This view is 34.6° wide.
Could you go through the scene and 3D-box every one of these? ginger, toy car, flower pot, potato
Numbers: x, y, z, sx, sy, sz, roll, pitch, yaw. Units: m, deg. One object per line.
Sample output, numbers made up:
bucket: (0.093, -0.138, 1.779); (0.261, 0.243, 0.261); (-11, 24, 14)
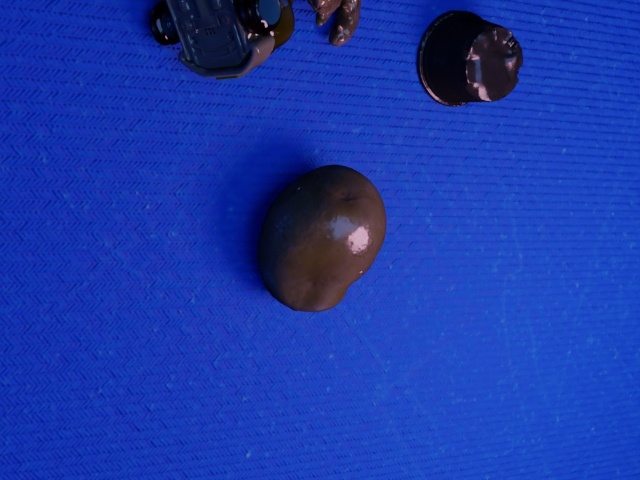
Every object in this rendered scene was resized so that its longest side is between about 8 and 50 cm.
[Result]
ginger: (0.011, -0.375, 1.429); (0.258, 0.065, 0.149); (25, 69, -75)
toy car: (-0.113, -0.359, 1.365); (0.198, 0.204, 0.248); (-40, 121, -42)
flower pot: (0.248, -0.284, 1.636); (0.157, 0.107, 0.157); (-11, 110, -30)
potato: (0.000, 0.000, 1.540); (0.178, 0.160, 0.235); (22, 109, 3)
